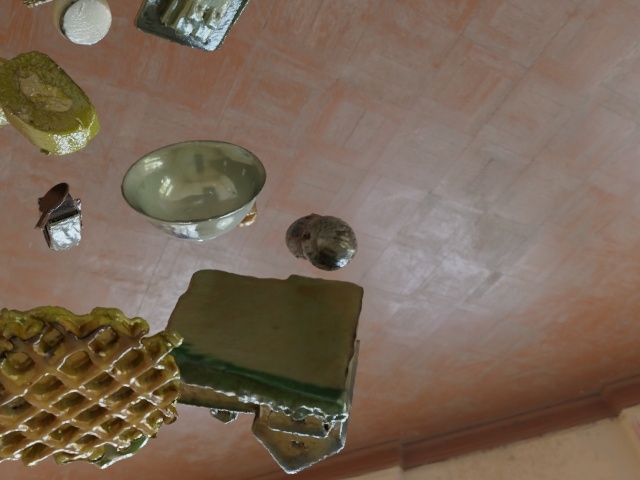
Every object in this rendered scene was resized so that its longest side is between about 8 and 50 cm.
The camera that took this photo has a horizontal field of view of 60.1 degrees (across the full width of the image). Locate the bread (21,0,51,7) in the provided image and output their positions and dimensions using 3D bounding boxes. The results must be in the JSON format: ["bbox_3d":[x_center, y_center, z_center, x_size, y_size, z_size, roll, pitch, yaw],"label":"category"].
[{"bbox_3d":[-0.759,-0.705,1.479,0.140,0.069,0.128,-30,153,-11],"label":"bread"}]

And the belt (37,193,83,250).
[{"bbox_3d":[-0.866,-0.066,1.861,0.126,0.139,0.230,-22,153,-32],"label":"belt"}]

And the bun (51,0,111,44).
[{"bbox_3d":[-0.740,-0.698,1.703,0.173,0.120,0.173,-32,154,-18],"label":"bun"}]

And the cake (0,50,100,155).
[{"bbox_3d":[-0.709,-0.344,1.433,0.179,0.260,0.156,-42,172,-20],"label":"cake"}]

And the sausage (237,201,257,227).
[{"bbox_3d":[-0.263,-0.141,1.754,0.136,0.241,0.120,-5,135,-10],"label":"sausage"}]

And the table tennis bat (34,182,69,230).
[{"bbox_3d":[-0.792,-0.127,1.542,0.107,0.170,0.119,-13,140,25],"label":"table tennis bat"}]

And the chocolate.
[{"bbox_3d":[0.000,0.000,1.117,0.110,0.248,0.110,-3,100,-19],"label":"chocolate"}]

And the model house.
[{"bbox_3d":[-0.118,0.280,1.153,0.382,0.334,0.342,11,127,4],"label":"model house"}]

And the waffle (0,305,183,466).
[{"bbox_3d":[-0.275,0.174,0.630,0.238,0.059,0.243,0,124,-32],"label":"waffle"}]

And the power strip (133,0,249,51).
[{"bbox_3d":[-0.231,-0.448,1.063,0.198,0.064,0.213,-3,146,-45],"label":"power strip"}]

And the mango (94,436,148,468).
[{"bbox_3d":[-0.478,0.458,1.315,0.191,0.122,0.085,-27,154,18],"label":"mango"}]

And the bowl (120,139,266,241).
[{"bbox_3d":[-0.277,-0.087,1.255,0.313,0.313,0.146,-4,131,-7],"label":"bowl"}]

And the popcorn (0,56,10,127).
[{"bbox_3d":[-1.063,-0.459,1.776,0.192,0.266,0.233,21,143,-23],"label":"popcorn"}]
